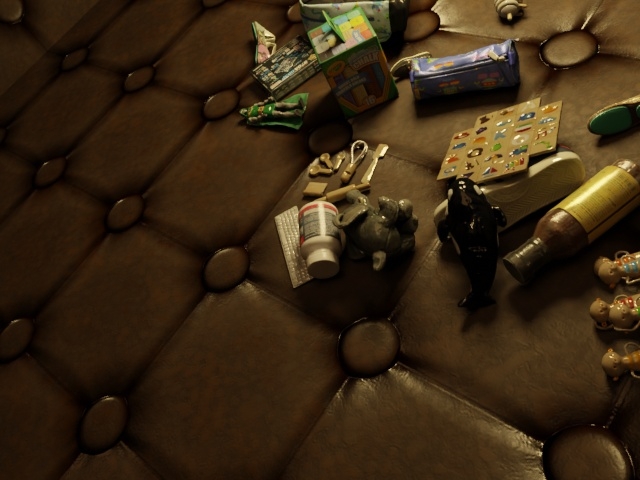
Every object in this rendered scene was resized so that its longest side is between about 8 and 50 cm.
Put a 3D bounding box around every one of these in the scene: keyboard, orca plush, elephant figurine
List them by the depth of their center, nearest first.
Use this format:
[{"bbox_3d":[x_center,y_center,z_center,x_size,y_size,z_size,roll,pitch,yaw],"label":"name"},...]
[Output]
[{"bbox_3d":[0.315,0.001,1.338,0.151,0.102,0.287,6,88,24],"label":"orca plush"},{"bbox_3d":[0.108,-0.033,1.532,0.239,0.186,0.169,9,102,42],"label":"elephant figurine"},{"bbox_3d":[-0.067,0.013,1.649,0.072,0.014,0.256,-24,49,7],"label":"keyboard"}]

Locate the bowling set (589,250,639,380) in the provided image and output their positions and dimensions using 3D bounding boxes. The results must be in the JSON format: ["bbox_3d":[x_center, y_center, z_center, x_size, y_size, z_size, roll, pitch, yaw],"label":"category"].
[{"bbox_3d":[0.585,0.095,1.169,0.154,0.200,0.287,-11,48,19],"label":"bowling set"}]

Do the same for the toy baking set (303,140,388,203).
[{"bbox_3d":[0.067,-0.194,1.726,0.256,0.030,0.197,-15,51,15],"label":"toy baking set"}]

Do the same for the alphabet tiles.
[{"bbox_3d":[0.435,-0.240,1.505,0.285,0.011,0.342,-14,31,34],"label":"alphabet tiles"}]

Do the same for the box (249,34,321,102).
[{"bbox_3d":[-0.108,-0.577,2.076,0.220,0.051,0.175,-37,49,-4],"label":"box"}]

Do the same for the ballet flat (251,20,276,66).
[{"bbox_3d":[-0.197,-0.694,2.199,0.079,0.077,0.222,-8,56,-3],"label":"ballet flat"}]

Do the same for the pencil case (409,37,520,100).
[{"bbox_3d":[0.394,-0.466,1.709,0.306,0.133,0.119,-5,87,23],"label":"pencil case"}]

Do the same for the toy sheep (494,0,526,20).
[{"bbox_3d":[0.559,-0.703,1.836,0.091,0.091,0.132,-9,58,19],"label":"toy sheep"}]

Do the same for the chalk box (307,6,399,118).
[{"bbox_3d":[0.085,-0.537,1.799,0.179,0.289,0.180,-24,50,8],"label":"chalk box"}]

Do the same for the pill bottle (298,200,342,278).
[{"bbox_3d":[0.000,0.000,1.565,0.108,0.108,0.180,-16,50,14],"label":"pill bottle"}]

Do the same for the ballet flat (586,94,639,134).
[{"bbox_3d":[0.736,-0.307,1.484,0.206,0.073,0.067,-16,24,11],"label":"ballet flat"}]

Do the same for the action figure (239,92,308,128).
[{"bbox_3d":[-0.160,-0.410,1.977,0.232,0.063,0.137,1,60,30],"label":"action figure"}]

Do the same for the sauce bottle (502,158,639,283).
[{"bbox_3d":[0.546,-0.039,1.334,0.344,0.111,0.111,-36,49,-4],"label":"sauce bottle"}]

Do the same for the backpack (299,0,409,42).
[{"bbox_3d":[0.106,-0.756,1.997,0.355,0.273,0.290,5,54,5],"label":"backpack"}]

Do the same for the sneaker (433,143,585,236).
[{"bbox_3d":[0.431,-0.120,1.457,0.350,0.131,0.148,-22,28,17],"label":"sneaker"}]

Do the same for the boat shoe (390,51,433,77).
[{"bbox_3d":[0.274,-0.522,1.858,0.133,0.049,0.042,-22,42,4],"label":"boat shoe"}]
